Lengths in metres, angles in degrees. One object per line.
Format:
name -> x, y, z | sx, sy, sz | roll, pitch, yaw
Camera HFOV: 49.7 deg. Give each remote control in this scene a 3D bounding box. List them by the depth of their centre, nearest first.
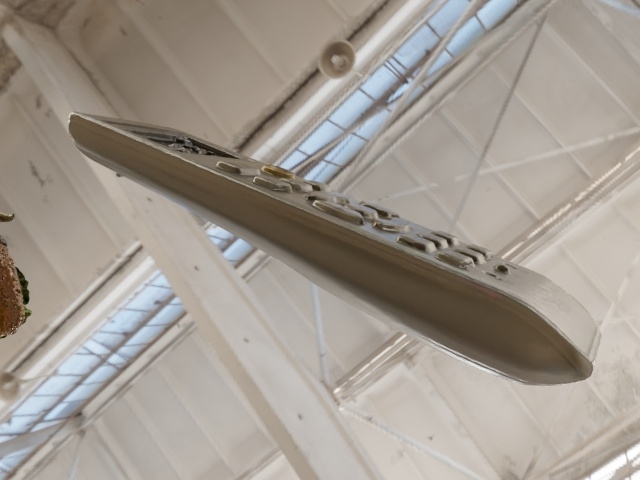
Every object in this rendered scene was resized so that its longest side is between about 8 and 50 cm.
remote control -> 0.000, 0.000, 0.393 | 0.313, 0.109, 0.055 | 24, -77, 22

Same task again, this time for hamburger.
hamburger -> -0.496, 0.072, 1.010 | 0.087, 0.137, 0.165 | 5, -75, 49

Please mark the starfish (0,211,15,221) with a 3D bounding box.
starfish -> -0.622, -0.069, 1.168 | 0.224, 0.050, 0.216 | 14, -67, 2
